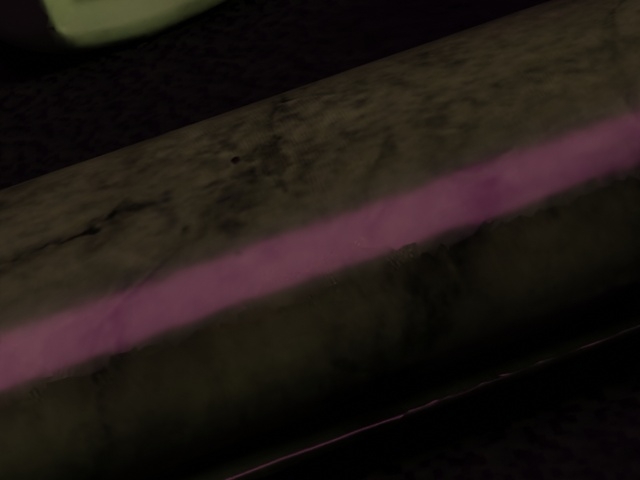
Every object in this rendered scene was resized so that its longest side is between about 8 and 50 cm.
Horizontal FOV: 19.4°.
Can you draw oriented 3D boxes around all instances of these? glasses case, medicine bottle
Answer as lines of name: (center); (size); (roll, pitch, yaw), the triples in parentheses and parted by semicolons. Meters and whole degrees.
glasses case: (0.000, 0.000, 0.436); (0.299, 0.060, 0.114); (-19, 30, -6)
medicine bottle: (-0.091, -0.135, 0.727); (0.119, 0.069, 0.183); (-24, 27, -10)
